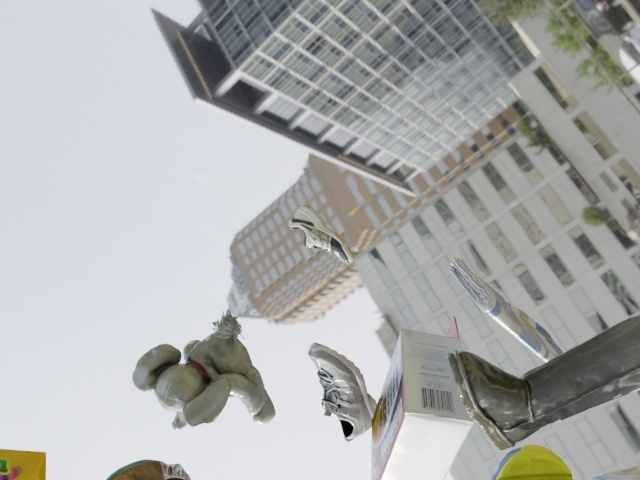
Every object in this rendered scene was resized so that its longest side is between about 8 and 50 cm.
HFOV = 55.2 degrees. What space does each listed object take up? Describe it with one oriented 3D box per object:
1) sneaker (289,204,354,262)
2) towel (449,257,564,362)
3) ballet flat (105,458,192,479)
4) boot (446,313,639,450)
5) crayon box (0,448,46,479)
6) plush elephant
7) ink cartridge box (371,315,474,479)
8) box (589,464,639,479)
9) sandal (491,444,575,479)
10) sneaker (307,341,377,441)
[{"bbox_3d":[0.000,0.000,0.681,0.083,0.037,0.032,44,172,4],"label":"sneaker"},{"bbox_3d":[0.364,0.151,1.115,0.285,0.034,0.209,38,-168,-16],"label":"towel"},{"bbox_3d":[-0.325,0.519,1.243,0.124,0.116,0.342,33,165,16],"label":"ballet flat"},{"bbox_3d":[0.260,0.140,0.666,0.189,0.209,0.076,47,-156,-40],"label":"boot"},{"bbox_3d":[-0.716,0.544,1.146,0.363,0.106,0.313,21,-149,-36],"label":"crayon box"},{"bbox_3d":[-0.290,0.352,1.494,0.272,0.329,0.255,32,-129,33],"label":"plush elephant"},{"bbox_3d":[0.193,0.341,1.255,0.130,0.309,0.271,9,-142,-2],"label":"ink cartridge box"},{"bbox_3d":[0.555,0.492,1.024,0.114,0.103,0.203,100,156,-75],"label":"box"},{"bbox_3d":[0.255,0.421,0.775,0.138,0.126,0.317,67,-147,-74],"label":"sandal"},{"bbox_3d":[0.046,0.359,1.430,0.115,0.105,0.281,-42,-67,-24],"label":"sneaker"}]
